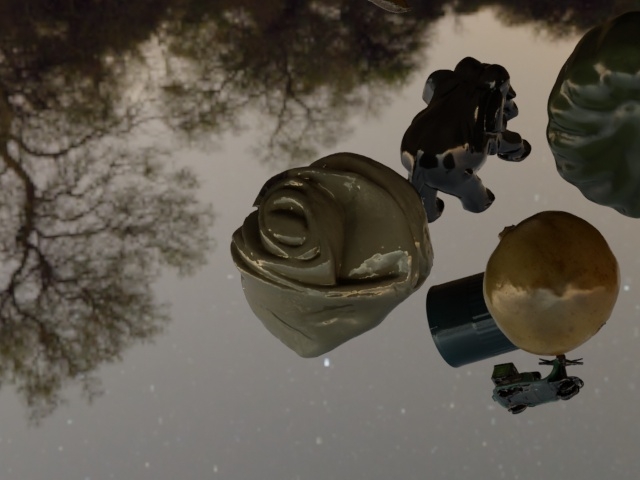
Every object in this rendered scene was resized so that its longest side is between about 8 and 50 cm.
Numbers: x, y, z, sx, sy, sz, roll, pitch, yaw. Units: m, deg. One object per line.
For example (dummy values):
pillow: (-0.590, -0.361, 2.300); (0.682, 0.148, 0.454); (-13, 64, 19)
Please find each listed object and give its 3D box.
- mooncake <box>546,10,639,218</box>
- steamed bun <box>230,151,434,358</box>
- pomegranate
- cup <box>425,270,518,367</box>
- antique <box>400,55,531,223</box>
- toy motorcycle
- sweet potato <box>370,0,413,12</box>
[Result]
mooncake: (0.544, -0.200, 1.595); (0.351, 0.351, 0.187); (6, -134, 27)
steamed bun: (0.000, 0.000, 1.664); (0.367, 0.255, 0.342); (-41, -141, 9)
pomegranate: (0.376, 0.067, 1.532); (0.233, 0.233, 0.233); (-1, -165, 0)
cup: (0.491, 0.214, 2.641); (0.292, 0.308, 0.242); (-21, -131, 28)
antique: (0.283, -0.200, 1.884); (0.185, 0.255, 0.322); (29, -109, 37)
toy motorcycle: (0.373, 0.244, 1.635); (0.173, 0.058, 0.100); (-17, -150, 35)
sweet potato: (0.071, -0.507, 1.833); (0.274, 0.067, 0.067); (36, -151, 17)
